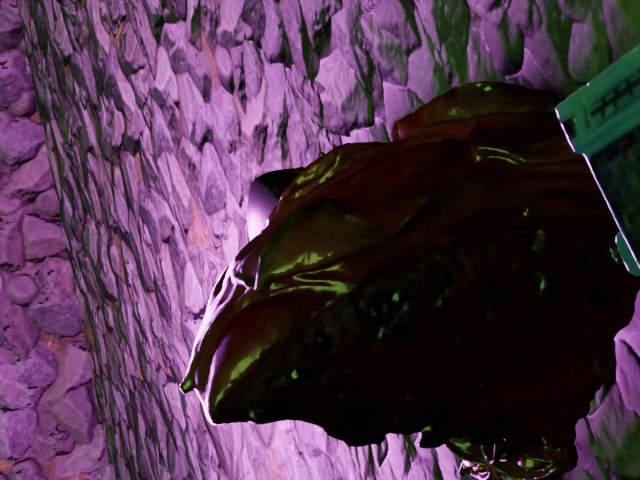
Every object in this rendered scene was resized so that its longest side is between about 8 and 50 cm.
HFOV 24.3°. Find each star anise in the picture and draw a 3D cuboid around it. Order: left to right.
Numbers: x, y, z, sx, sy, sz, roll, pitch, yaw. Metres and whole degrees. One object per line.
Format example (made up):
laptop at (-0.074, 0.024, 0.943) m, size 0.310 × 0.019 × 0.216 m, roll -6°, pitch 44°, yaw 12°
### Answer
star anise at (0.155, 0.144, 1.137) m, size 0.097 × 0.070 × 0.190 m, roll 45°, pitch 151°, yaw 6°

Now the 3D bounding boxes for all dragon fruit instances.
dragon fruit at (0.044, -0.035, 1.060) m, size 0.329 × 0.286 × 0.228 m, roll -102°, pitch 17°, yaw -53°

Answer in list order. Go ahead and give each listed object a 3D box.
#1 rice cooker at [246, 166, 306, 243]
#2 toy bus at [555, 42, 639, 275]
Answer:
rice cooker at (0.000, 0.000, 1.360) m, size 0.203 × 0.118 × 0.142 m, roll -152°, pitch 54°, yaw -64°
toy bus at (0.237, -0.051, 0.502) m, size 0.131 × 0.297 × 0.106 m, roll 68°, pitch 158°, yaw 7°
